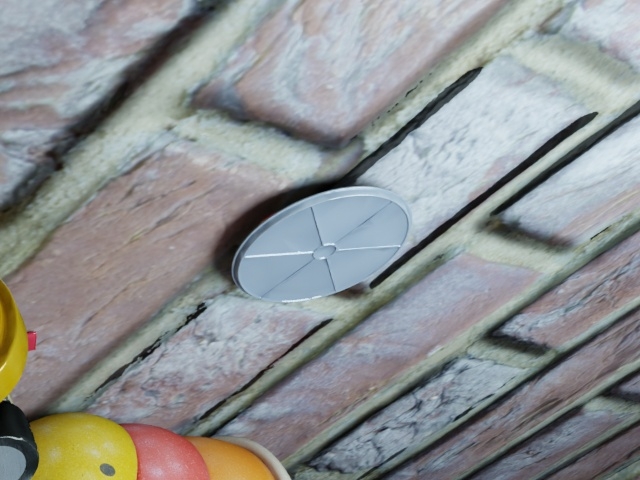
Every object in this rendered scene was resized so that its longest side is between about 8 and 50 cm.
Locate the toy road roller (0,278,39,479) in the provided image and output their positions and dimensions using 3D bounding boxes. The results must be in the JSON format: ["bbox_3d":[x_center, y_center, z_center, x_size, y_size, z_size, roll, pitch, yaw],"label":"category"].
[{"bbox_3d":[-0.418,0.120,1.009,0.330,0.202,0.240,-20,139,-12],"label":"toy road roller"}]

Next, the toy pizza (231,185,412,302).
[{"bbox_3d":[0.000,0.000,1.241,0.201,0.032,0.201,-16,149,-10],"label":"toy pizza"}]

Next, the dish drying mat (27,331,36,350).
[{"bbox_3d":[-0.339,0.110,1.225,0.083,0.008,0.032,-7,147,-22],"label":"dish drying mat"}]

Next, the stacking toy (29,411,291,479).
[{"bbox_3d":[-0.283,0.324,1.382,0.351,0.350,0.480,-34,133,20],"label":"stacking toy"}]
